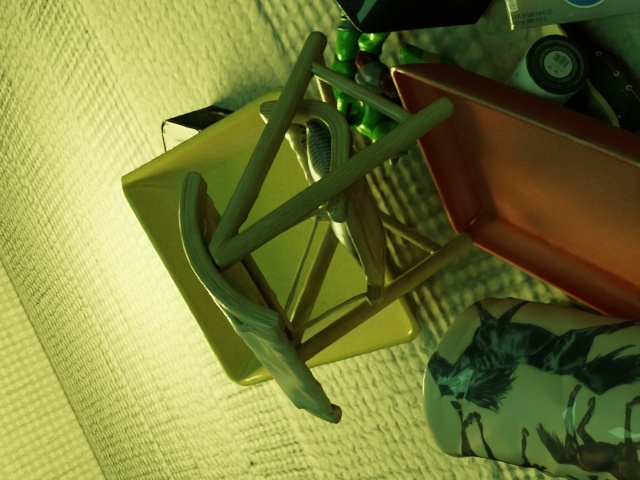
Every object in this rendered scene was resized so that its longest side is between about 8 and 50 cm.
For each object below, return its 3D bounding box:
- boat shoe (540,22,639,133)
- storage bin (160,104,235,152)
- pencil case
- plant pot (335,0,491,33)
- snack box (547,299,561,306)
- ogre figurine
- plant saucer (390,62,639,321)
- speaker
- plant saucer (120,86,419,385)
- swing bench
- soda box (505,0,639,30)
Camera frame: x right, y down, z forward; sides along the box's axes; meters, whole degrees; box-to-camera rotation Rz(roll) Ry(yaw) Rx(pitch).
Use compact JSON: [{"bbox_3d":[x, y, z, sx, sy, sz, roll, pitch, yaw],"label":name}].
[{"bbox_3d":[0.235,-0.145,0.761,0.049,0.042,0.133,85,160,-66],"label":"boat shoe"},{"bbox_3d":[-0.152,-0.092,1.261,0.122,0.084,0.180,21,125,45],"label":"storage bin"},{"bbox_3d":[0.277,0.148,0.725,0.410,0.160,0.183,7,153,45],"label":"pencil case"},{"bbox_3d":[0.087,-0.307,0.750,0.167,0.188,0.187,-45,73,40],"label":"plant pot"},{"bbox_3d":[0.262,0.145,0.898,0.141,0.037,0.100,46,139,26],"label":"snack box"},{"bbox_3d":[0.063,-0.168,0.926,0.197,0.097,0.118,41,128,14],"label":"ogre figurine"},{"bbox_3d":[0.201,-0.042,0.779,0.258,0.048,0.259,32,162,39],"label":"plant saucer"},{"bbox_3d":[0.187,-0.128,0.778,0.055,0.055,0.136,59,168,10],"label":"speaker"},{"bbox_3d":[-0.059,0.001,1.120,0.332,0.081,0.333,-21,101,40],"label":"plant saucer"},{"bbox_3d":[0.000,0.000,0.815,0.165,0.255,0.253,32,163,25],"label":"swing bench"},{"bbox_3d":[0.251,-0.219,0.637,0.263,0.083,0.092,9,119,55],"label":"soda box"}]
